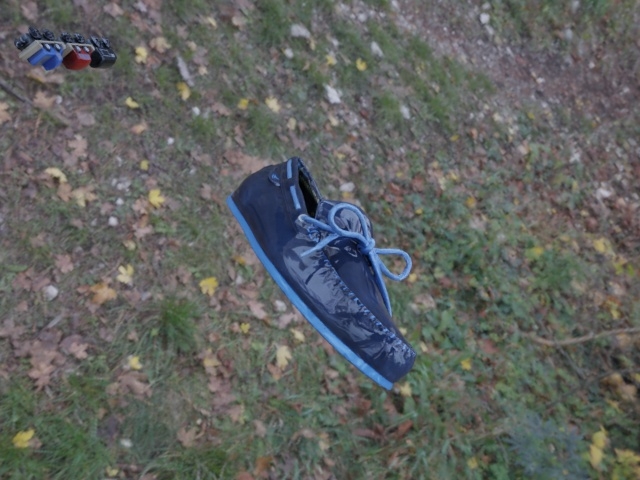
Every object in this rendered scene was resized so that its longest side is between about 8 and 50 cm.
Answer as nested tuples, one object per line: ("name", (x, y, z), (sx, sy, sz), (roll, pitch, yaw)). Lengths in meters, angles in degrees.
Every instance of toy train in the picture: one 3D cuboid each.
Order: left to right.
("toy train", (-0.243, -0.183, 0.609), (0.036, 0.027, 0.158), (58, 15, -8))

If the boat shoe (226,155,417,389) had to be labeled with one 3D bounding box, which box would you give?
("boat shoe", (0.000, 0.000, 0.486), (0.258, 0.089, 0.109), (50, 1, 42))
